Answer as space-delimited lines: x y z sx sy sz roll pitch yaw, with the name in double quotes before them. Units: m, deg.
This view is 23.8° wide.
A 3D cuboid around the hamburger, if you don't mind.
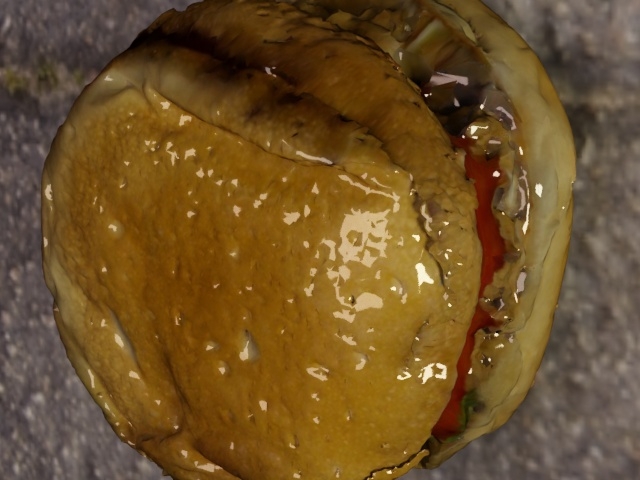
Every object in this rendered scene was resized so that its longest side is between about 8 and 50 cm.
"hamburger" 0.000 0.000 0.695 0.244 0.163 0.244 12 111 35
